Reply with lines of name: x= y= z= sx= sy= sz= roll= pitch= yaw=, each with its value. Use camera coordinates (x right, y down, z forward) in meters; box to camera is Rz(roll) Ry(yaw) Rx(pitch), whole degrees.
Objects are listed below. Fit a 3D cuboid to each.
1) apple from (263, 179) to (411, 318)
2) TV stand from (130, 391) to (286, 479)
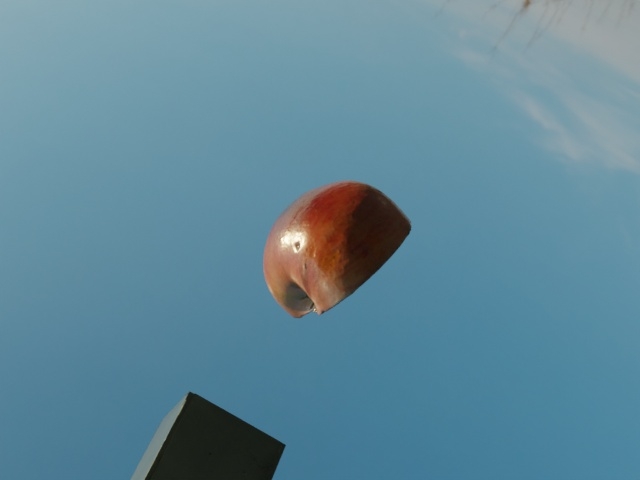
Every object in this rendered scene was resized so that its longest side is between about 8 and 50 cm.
apple: x=0.000 y=0.000 z=1.266 sx=0.163 sy=0.293 sz=0.251 roll=48 pitch=-124 yaw=-8
TV stand: x=-0.123 y=0.247 z=0.484 sx=0.088 sy=0.083 sz=0.269 roll=33 pitch=-129 yaw=-10
